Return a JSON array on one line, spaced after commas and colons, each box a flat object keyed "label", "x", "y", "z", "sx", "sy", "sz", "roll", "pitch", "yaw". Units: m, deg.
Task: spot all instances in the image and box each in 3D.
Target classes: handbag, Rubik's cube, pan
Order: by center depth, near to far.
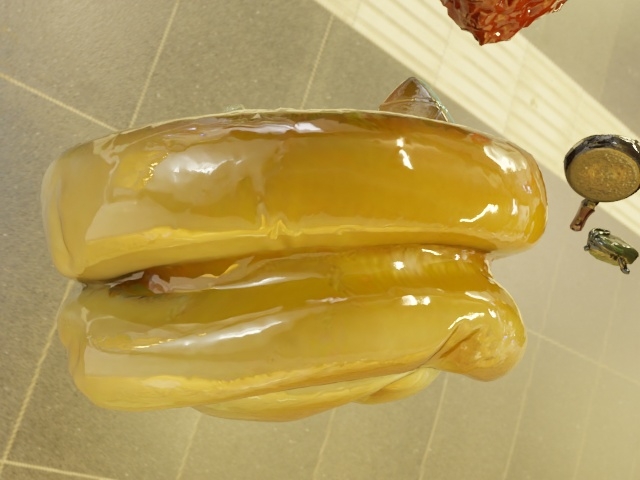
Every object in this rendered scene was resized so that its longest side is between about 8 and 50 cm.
[{"label": "pan", "x": 0.397, "y": -0.070, "z": 1.060, "sx": 0.212, "sy": 0.114, "sz": 0.040, "roll": 92, "pitch": 18, "yaw": -54}, {"label": "Rubik's cube", "x": 0.181, "y": -0.083, "z": 1.123, "sx": 0.254, "sy": 0.254, "sz": 0.255, "roll": -2, "pitch": 93, "yaw": -37}, {"label": "handbag", "x": 0.451, "y": 0.011, "z": 1.146, "sx": 0.111, "sy": 0.072, "sz": 0.047, "roll": 20, "pitch": 111, "yaw": -36}]

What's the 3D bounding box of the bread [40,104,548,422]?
[{"label": "bread", "x": -0.013, "y": 0.015, "z": 0.613, "sx": 0.423, "sy": 0.328, "sz": 0.246, "roll": 0, "pitch": 100, "yaw": -36}]

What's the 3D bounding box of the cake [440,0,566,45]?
[{"label": "cake", "x": 0.148, "y": -0.381, "z": 0.574, "sx": 0.320, "sy": 0.269, "sz": 0.270, "roll": 61, "pitch": 8, "yaw": 17}]
